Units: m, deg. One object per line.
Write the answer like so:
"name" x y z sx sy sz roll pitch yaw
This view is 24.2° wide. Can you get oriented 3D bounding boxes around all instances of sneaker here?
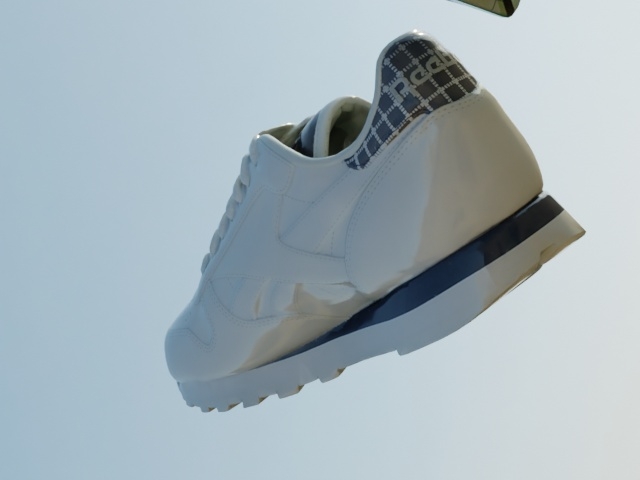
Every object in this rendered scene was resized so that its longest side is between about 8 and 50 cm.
"sneaker" 0.000 0.000 0.578 0.090 0.095 0.235 -37 5 -39

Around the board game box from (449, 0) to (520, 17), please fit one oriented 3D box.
"board game box" 0.012 -0.242 0.398 0.213 0.046 0.317 14 -79 -28
